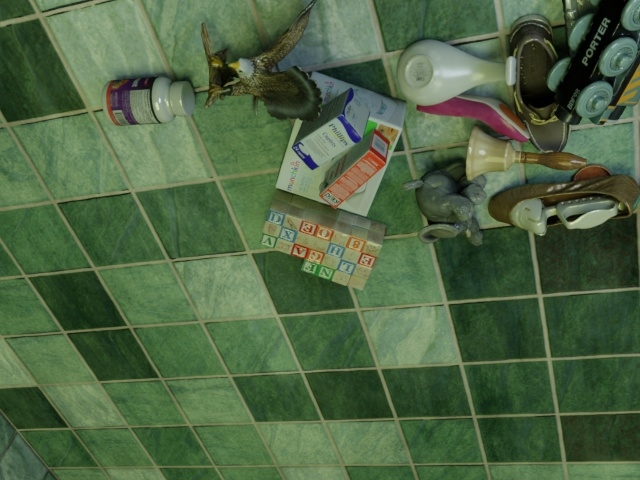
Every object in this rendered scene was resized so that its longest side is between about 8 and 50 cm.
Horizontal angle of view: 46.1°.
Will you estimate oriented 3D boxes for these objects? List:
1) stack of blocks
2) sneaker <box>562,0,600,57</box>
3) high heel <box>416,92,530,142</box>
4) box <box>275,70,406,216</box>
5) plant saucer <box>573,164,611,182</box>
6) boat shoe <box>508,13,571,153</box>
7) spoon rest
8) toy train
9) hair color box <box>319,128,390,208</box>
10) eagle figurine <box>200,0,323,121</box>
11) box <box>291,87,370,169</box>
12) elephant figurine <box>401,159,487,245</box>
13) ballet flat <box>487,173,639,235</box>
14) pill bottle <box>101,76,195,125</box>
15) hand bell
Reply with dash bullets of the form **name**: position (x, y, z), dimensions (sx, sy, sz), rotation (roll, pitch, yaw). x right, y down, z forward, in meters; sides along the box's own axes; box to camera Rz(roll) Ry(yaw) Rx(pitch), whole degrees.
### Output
- **stack of blocks**: position (0.000, 0.000, 1.940), dimensions (0.297, 0.087, 0.171), rotation (19, 132, -3)
- **sneaker**: position (0.544, -0.421, 1.457), dimensions (0.132, 0.086, 0.228), rotation (-9, 126, 17)
- **high heel**: position (0.326, -0.262, 1.616), dimensions (0.244, 0.082, 0.117), rotation (36, 121, 1)
- **box**: position (0.043, -0.219, 1.719), dimensions (0.231, 0.126, 0.262), rotation (18, 130, -4)
- **plant saucer**: position (0.624, -0.140, 1.723), dimensions (0.083, 0.013, 0.083), rotation (6, 130, 8)
- **boat shoe**: position (0.459, -0.302, 1.567), dimensions (0.117, 0.096, 0.324), rotation (-7, 128, 20)
- **spoon rest**: position (0.279, -0.345, 1.547), dimensions (0.276, 0.084, 0.137), rotation (10, 105, 37)
- **toy train**: position (0.562, -0.359, 1.391), dimensions (0.190, 0.142, 0.334), rotation (-2, 130, -26)
- **hair color box**: position (0.074, -0.154, 1.623), dimensions (0.053, 0.093, 0.167), rotation (38, 127, -18)
- **eagle figurine**: position (-0.108, -0.358, 1.567), dimensions (0.298, 0.225, 0.226), rotation (-7, 123, 23)
- **box**: position (0.023, -0.230, 1.550), dimensions (0.137, 0.126, 0.072), rotation (-29, 116, 30)
- **elephant figurine**: position (0.297, -0.061, 1.788), dimensions (0.186, 0.169, 0.239), rotation (38, 152, 18)
- **ballet flat**: position (0.547, -0.069, 1.712), dimensions (0.342, 0.124, 0.116), rotation (-6, 129, 24)
- **pill bottle**: position (-0.397, -0.324, 1.745), dimensions (0.193, 0.108, 0.108), rotation (-1, 129, 13)
- **hand bell**: position (0.446, -0.176, 1.620), dimensions (0.242, 0.126, 0.126), rotation (9, 132, 20)
